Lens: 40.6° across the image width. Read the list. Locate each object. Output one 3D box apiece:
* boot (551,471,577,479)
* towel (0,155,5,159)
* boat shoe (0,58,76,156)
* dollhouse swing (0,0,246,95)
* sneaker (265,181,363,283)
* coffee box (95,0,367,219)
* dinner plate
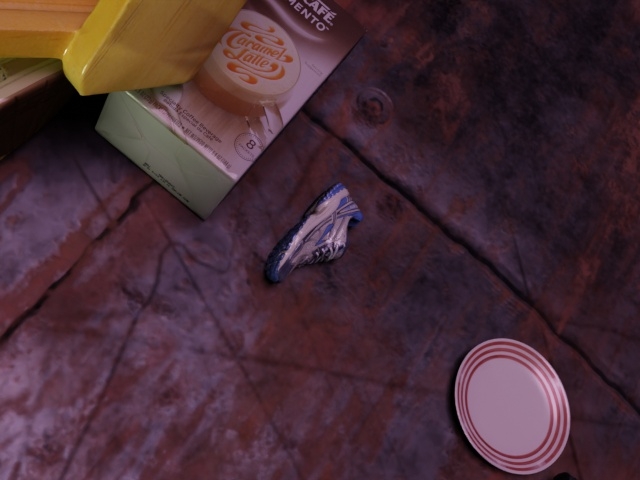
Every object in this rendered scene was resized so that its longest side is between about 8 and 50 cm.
[{"bbox_3d":[0.260,0.302,0.859,0.099,0.045,0.121,39,57,-10],"label":"boot"},{"bbox_3d":[-0.344,-0.080,0.745,0.102,0.021,0.237,41,58,-3],"label":"towel"},{"bbox_3d":[-0.304,-0.109,0.696,0.089,0.104,0.285,47,46,1],"label":"boat shoe"},{"bbox_3d":[-0.248,-0.320,0.670,0.347,0.315,0.305,49,22,25],"label":"dollhouse swing"},{"bbox_3d":[0.000,0.000,0.859,0.058,0.052,0.135,45,58,-7],"label":"sneaker"},{"bbox_3d":[-0.084,-0.161,0.858,0.141,0.098,0.246,40,58,-6],"label":"coffee box"},{"bbox_3d":[0.197,0.172,0.899,0.141,0.017,0.141,10,64,-22],"label":"dinner plate"}]
